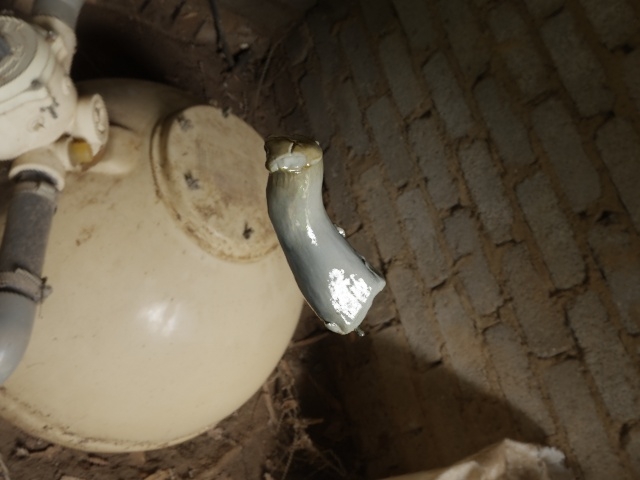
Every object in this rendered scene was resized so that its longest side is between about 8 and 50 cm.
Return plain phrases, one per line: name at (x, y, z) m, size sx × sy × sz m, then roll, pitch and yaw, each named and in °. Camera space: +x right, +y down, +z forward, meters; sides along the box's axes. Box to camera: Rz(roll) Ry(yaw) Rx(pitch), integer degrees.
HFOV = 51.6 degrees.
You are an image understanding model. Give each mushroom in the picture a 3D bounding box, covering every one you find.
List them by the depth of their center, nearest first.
mushroom at (-0.002, 0.001, 0.766) m, size 0.099 × 0.096 × 0.278 m, roll -48°, pitch 126°, yaw -35°
